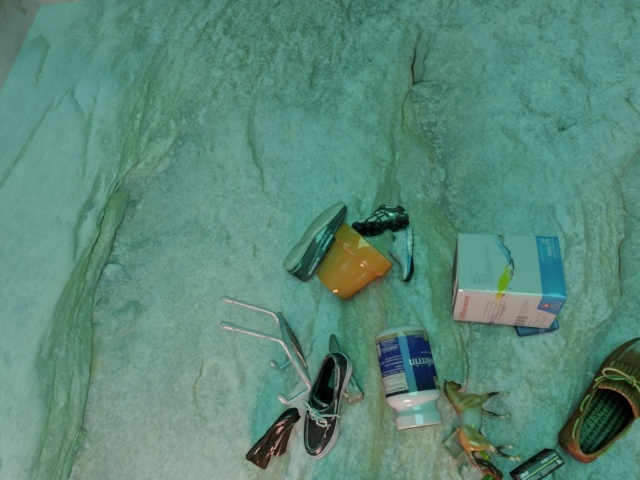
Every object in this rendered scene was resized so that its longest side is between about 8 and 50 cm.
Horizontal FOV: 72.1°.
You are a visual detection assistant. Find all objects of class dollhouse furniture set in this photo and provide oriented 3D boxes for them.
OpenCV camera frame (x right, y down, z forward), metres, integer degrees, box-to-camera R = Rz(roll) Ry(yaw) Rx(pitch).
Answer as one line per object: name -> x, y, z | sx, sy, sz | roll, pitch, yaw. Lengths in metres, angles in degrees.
dollhouse furniture set -> 0.408, 0.585, 1.190 | 0.076, 0.058, 0.152 | -45, 47, -3

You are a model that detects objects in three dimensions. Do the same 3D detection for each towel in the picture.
towel -> 0.634, 0.244, 1.299 | 0.120, 0.029, 0.067 | -11, 63, 4

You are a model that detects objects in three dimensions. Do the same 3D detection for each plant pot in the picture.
plant pot -> 0.093, 0.077, 1.393 | 0.205, 0.205, 0.188 | 44, 95, 24

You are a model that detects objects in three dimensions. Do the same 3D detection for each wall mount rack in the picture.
wall mount rack -> -0.148, 0.282, 1.243 | 0.131, 0.350, 0.304 | -31, 106, -5

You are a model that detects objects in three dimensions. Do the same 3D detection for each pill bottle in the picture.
pill bottle -> 0.250, 0.383, 1.238 | 0.153, 0.153, 0.264 | -11, 65, 5

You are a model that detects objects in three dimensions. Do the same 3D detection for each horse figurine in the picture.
horse figurine -> 0.425, 0.492, 1.168 | 0.175, 0.066, 0.263 | 5, 47, 6

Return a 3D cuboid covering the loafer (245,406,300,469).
loafer -> -0.120, 0.563, 1.249 | 0.078, 0.080, 0.220 | 42, 107, 11

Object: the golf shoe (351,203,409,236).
golf shoe -> 0.200, -0.073, 1.505 | 0.198, 0.077, 0.093 | -8, 54, -1

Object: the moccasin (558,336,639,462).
moccasin -> 0.763, 0.403, 1.137 | 0.380, 0.147, 0.139 | -40, 65, -9

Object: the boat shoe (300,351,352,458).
boat shoe -> 0.007, 0.465, 1.236 | 0.113, 0.105, 0.306 | 20, 89, 30

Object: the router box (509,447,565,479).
router box -> 0.553, 0.582, 1.125 | 0.123, 0.092, 0.038 | -32, 64, -4

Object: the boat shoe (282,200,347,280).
boat shoe -> 0.000, 0.000, 1.507 | 0.099, 0.116, 0.319 | 46, 68, -19

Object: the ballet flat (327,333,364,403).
ballet flat -> 0.058, 0.384, 1.316 | 0.068, 0.072, 0.213 | -25, 65, -8

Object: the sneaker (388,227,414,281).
sneaker -> 0.264, 0.049, 1.440 | 0.083, 0.071, 0.190 | -4, 57, 16

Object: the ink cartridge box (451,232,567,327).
ink cartridge box -> 0.524, 0.115, 1.266 | 0.270, 0.198, 0.197 | 3, 57, 13
